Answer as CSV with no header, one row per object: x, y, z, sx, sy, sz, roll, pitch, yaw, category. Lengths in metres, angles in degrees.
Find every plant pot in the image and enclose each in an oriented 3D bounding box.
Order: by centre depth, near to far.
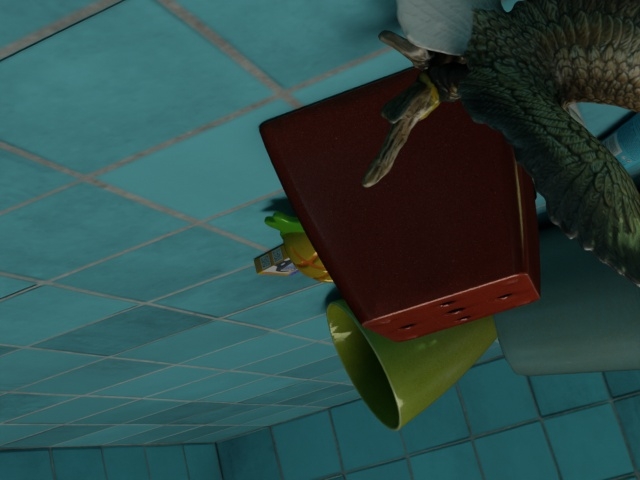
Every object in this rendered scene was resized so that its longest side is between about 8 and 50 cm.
0.119,-0.027,1.051,0.267,0.235,0.267,-18,163,13,plant pot
0.491,0.093,1.652,0.334,0.341,0.341,-13,165,24,plant pot
0.205,0.181,1.820,0.294,0.274,0.275,-26,166,-16,plant pot

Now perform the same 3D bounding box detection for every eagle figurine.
0.205,-0.116,0.776,0.298,0.226,0.225,25,-151,38,eagle figurine

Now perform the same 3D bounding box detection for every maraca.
0.000,0.000,1.279,0.127,0.099,0.186,2,161,28,maraca

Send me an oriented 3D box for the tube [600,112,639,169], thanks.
0.440,-0.147,1.225,0.052,0.080,0.207,-32,175,-24,tube

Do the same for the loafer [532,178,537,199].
0.299,-0.066,1.387,0.050,0.056,0.148,-14,165,22,loafer

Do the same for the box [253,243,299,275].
-0.028,0.020,1.442,0.136,0.028,0.081,-25,160,37,box
